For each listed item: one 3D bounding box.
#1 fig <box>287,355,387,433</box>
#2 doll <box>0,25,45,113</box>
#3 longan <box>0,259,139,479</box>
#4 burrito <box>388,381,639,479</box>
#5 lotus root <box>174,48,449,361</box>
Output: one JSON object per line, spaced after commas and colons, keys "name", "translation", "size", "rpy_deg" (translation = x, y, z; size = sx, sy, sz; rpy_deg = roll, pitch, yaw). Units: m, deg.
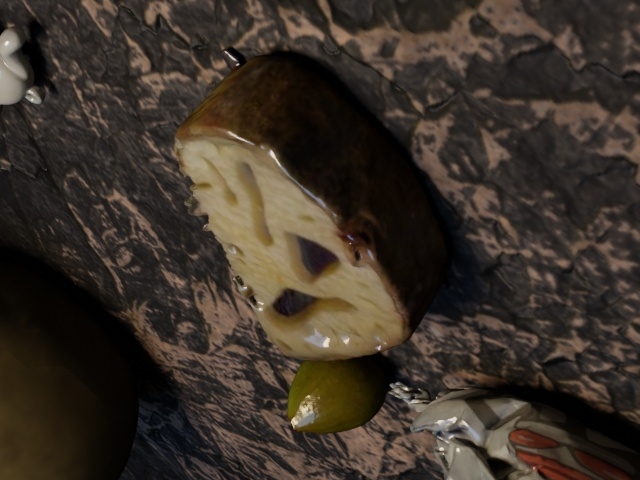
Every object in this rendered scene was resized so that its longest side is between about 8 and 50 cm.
{"name": "fig", "translation": [0.009, 0.126, 0.752], "size": [0.074, 0.088, 0.074], "rpy_deg": [48, 159, 26]}
{"name": "doll", "translation": [-0.276, -0.149, 0.746], "size": [0.135, 0.071, 0.113], "rpy_deg": [-2, 137, 45]}
{"name": "longan", "translation": [-0.395, 0.190, 1.101], "size": [0.361, 0.361, 0.361], "rpy_deg": [29, 148, 20]}
{"name": "burrito", "translation": [0.228, 0.208, 0.589], "size": [0.445, 0.101, 0.139], "rpy_deg": [30, 164, 19]}
{"name": "lotus root", "translation": [0.000, 0.000, 0.613], "size": [0.170, 0.074, 0.260], "rpy_deg": [12, 140, 37]}
